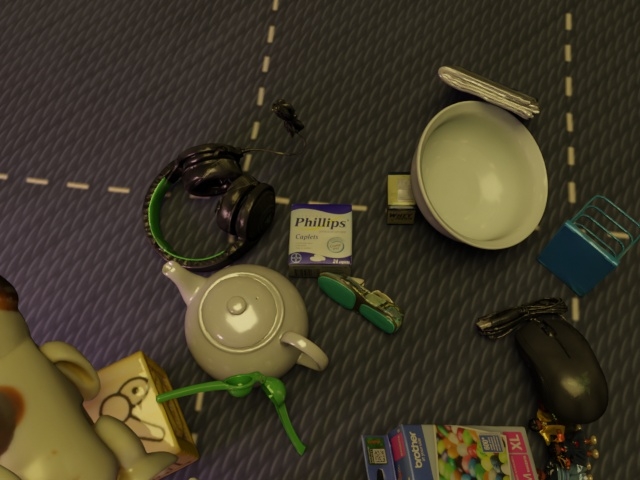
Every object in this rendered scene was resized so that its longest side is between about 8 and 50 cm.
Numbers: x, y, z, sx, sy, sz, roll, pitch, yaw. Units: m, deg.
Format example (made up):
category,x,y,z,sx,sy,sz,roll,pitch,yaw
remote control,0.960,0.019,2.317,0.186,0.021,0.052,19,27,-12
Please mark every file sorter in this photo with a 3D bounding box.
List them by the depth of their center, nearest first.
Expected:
category,x,y,z,sx,sy,sz,roll,pitch,yaw
file sorter,0.518,0.011,1.330,0.104,0.170,0.118,-40,73,-18

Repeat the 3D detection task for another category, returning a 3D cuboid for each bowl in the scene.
category,x,y,z,sx,sy,sz,roll,pitch,yaw
bowl,0.292,-0.117,1.378,0.298,0.134,0.297,4,80,-22

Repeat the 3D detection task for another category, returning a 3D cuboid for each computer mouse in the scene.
category,x,y,z,sx,sy,sz,roll,pitch,yaw
computer mouse,0.420,0.204,1.254,0.189,0.072,0.272,-15,45,-9

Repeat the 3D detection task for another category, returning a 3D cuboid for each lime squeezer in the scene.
category,x,y,z,sx,sy,sz,roll,pitch,yaw
lime squeezer,-0.130,0.276,1.205,0.110,0.310,0.059,-55,31,9

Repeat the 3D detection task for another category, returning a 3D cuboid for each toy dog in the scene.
category,x,y,z,sx,sy,sz,roll,pitch,yaw
toy dog,-0.455,0.243,0.942,0.285,0.395,0.408,-38,81,-4

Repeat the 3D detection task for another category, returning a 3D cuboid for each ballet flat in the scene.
category,x,y,z,sx,sy,sz,roll,pitch,yaw
ballet flat,0.083,0.112,1.362,0.188,0.070,0.070,35,73,12

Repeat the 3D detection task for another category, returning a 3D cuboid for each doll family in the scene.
category,x,y,z,sx,sy,sz,roll,pitch,yaw
doll family,0.426,0.360,1.239,0.112,0.076,0.192,2,62,-19

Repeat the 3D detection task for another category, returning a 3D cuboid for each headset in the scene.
category,x,y,z,sx,sy,sz,roll,pitch,yaw
headset,-0.190,-0.114,1.386,0.394,0.185,0.243,-42,73,-2

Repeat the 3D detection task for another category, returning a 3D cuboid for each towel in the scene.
category,x,y,z,sx,sy,sz,roll,pitch,yaw
towel,0.356,-0.310,1.431,0.209,0.285,0.034,27,110,10

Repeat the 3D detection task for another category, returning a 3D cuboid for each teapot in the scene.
category,x,y,z,sx,sy,sz,roll,pitch,yaw
teapot,-0.136,0.148,1.278,0.256,0.187,0.252,-13,69,-5

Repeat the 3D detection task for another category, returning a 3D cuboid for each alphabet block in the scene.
category,x,y,z,sx,sy,sz,roll,pitch,yaw
alphabet block,-0.349,0.333,1.205,0.197,0.193,0.192,-24,71,-8

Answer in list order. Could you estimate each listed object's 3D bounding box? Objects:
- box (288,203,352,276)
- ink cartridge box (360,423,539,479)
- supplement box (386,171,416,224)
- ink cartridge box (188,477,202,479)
category,x,y,z,sx,sy,sz,roll,pitch,yaw
box,0.000,0.000,1.394,0.126,0.072,0.137,1,65,1
ink cartridge box,0.228,0.405,1.155,0.311,0.065,0.185,6,55,-21
supplement box,0.165,-0.086,1.420,0.056,0.083,0.083,0,67,4
ink cartridge box,-0.178,0.527,1.017,0.166,0.395,0.285,33,72,16
